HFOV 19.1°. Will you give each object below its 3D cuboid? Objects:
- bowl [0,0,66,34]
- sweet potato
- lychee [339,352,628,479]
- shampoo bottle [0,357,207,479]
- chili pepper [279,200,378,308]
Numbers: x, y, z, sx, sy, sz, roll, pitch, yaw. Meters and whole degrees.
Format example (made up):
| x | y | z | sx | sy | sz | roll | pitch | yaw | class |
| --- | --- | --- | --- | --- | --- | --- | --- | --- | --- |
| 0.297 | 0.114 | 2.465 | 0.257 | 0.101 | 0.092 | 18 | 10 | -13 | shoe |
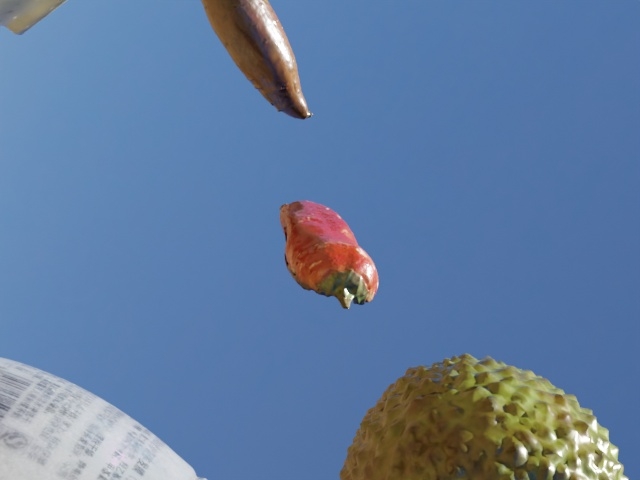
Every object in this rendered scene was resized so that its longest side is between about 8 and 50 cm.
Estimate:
| x | y | z | sx | sy | sz | roll | pitch | yaw | class |
| --- | --- | --- | --- | --- | --- | --- | --- | --- | --- |
| -0.197 | -0.228 | 1.305 | 0.238 | 0.126 | 0.238 | -36 | -169 | 8 | bowl |
| -0.081 | -0.213 | 1.636 | 0.057 | 0.264 | 0.057 | -30 | -163 | 10 | sweet potato |
| 0.137 | 0.234 | 1.627 | 0.270 | 0.270 | 0.320 | -62 | -154 | -2 | lychee |
| -0.186 | 0.218 | 1.114 | 0.273 | 0.266 | 0.273 | -61 | 177 | -5 | shampoo bottle |
| 0.000 | 0.000 | 1.010 | 0.178 | 0.045 | 0.027 | -122 | -137 | -73 | chili pepper |
